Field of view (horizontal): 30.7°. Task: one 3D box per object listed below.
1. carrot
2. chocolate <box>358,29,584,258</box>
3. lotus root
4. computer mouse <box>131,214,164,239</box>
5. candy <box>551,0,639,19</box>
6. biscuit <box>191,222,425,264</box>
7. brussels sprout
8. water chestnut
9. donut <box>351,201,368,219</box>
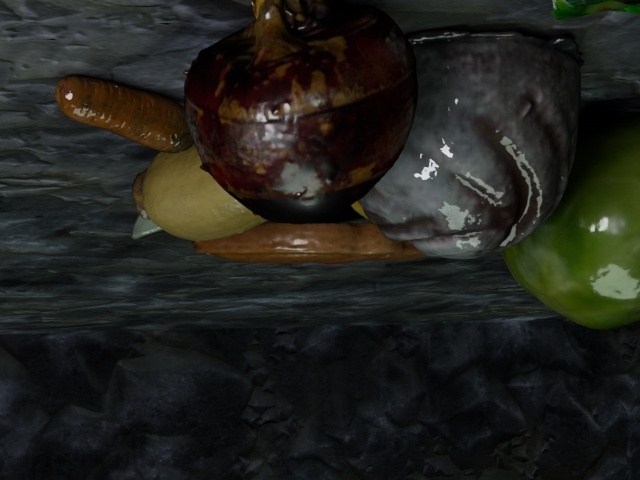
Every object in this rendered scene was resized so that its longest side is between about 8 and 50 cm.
[{"bbox_3d":[-0.210,-0.141,1.271,0.060,0.060,0.186,-14,159,38],"label":"carrot"},{"bbox_3d":[0.151,-0.088,1.302,0.303,0.213,0.303,-5,170,-1],"label":"chocolate"},{"bbox_3d":[-0.122,-0.070,1.465,0.303,0.131,0.146,-14,164,39],"label":"lotus root"},{"bbox_3d":[-0.205,-0.049,1.724,0.181,0.056,0.089,-17,-177,25],"label":"computer mouse"},{"bbox_3d":[0.228,-0.240,0.920,0.141,0.078,0.203,-20,153,15],"label":"candy"},{"bbox_3d":[0.000,0.001,1.841,0.455,0.078,0.349,0,177,-41],"label":"biscuit"},{"bbox_3d":[0.398,-0.021,1.579,0.344,0.268,0.344,-21,166,-5],"label":"brussels sprout"},{"bbox_3d":[-0.019,-0.138,1.068,0.223,0.238,0.224,-14,-155,6],"label":"water chestnut"},{"bbox_3d":[0.105,-0.075,1.581,0.162,0.065,0.178,-1,151,18],"label":"donut"}]
